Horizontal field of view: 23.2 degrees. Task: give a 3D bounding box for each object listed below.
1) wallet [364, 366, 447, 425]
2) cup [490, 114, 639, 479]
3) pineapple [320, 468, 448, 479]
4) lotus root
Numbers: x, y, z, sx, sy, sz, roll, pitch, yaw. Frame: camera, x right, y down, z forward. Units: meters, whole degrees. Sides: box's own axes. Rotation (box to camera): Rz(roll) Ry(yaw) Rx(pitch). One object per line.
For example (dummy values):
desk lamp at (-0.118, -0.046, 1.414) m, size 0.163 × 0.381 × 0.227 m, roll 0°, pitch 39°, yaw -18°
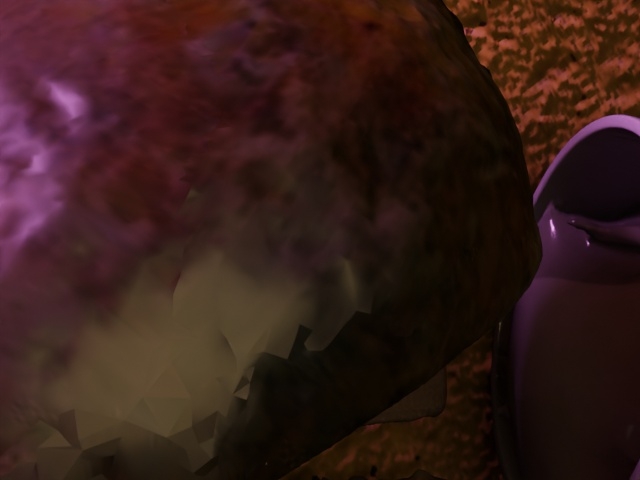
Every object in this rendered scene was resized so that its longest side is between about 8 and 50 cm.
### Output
wallet at (0.000, 0.000, 0.636) m, size 0.118 × 0.039 × 0.152 m, roll -1°, pitch 86°, yaw -27°
cup at (0.187, 0.075, 0.633) m, size 0.202 × 0.167 × 0.221 m, roll 10°, pitch 89°, yaw -15°
pineapple at (-0.051, 0.151, 0.558) m, size 0.248 × 0.128 × 0.128 m, roll -4°, pitch 86°, yaw -19°
lotus root at (-0.071, -0.003, 0.520) m, size 0.314 × 0.142 × 0.210 m, roll -38°, pitch 98°, yaw -13°
